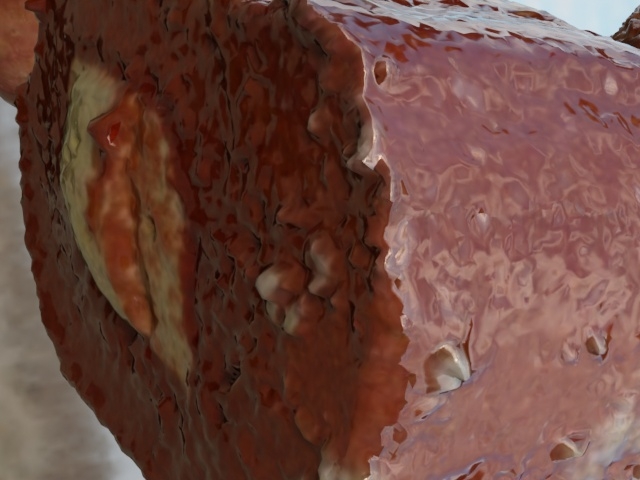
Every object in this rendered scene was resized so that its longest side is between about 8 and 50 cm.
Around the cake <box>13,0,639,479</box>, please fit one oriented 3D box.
[{"bbox_3d":[0.000,0.000,0.563,0.283,0.151,0.177,32,-66,52],"label":"cake"}]

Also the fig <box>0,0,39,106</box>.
[{"bbox_3d":[-0.177,-0.210,1.454,0.224,0.263,0.224,55,18,-29],"label":"fig"}]

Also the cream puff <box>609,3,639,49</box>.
[{"bbox_3d":[0.331,-0.073,1.132,0.350,0.350,0.229,-106,-161,-45],"label":"cream puff"}]
